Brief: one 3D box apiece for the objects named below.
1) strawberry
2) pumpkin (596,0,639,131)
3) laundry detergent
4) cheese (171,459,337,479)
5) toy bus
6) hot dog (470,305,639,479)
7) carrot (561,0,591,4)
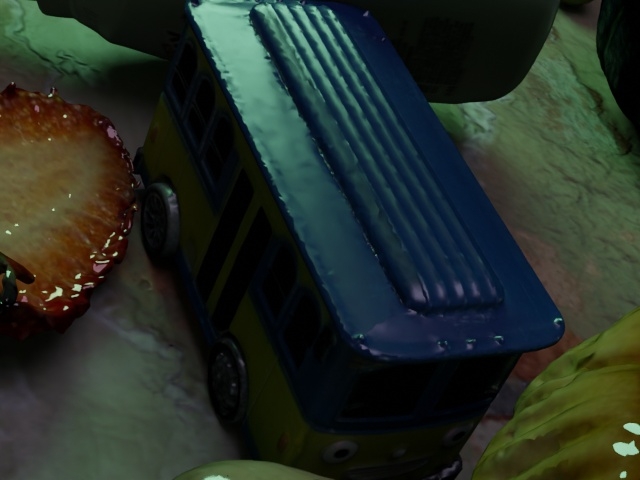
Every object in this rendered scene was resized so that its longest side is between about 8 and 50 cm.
[{"bbox_3d":[-0.184,-0.009,0.715,0.167,0.087,0.208,51,25,11],"label":"strawberry"},{"bbox_3d":[0.408,-0.173,1.081,0.315,0.238,0.315,4,55,-5],"label":"pumpkin"},{"bbox_3d":[-0.042,-0.187,0.880,0.397,0.264,0.125,4,77,-3],"label":"laundry detergent"},{"bbox_3d":[-0.005,0.206,0.541,0.218,0.117,0.235,6,47,-25],"label":"cheese"},{"bbox_3d":[0.000,0.000,0.717,0.138,0.175,0.288,-2,48,-30],"label":"toy bus"},{"bbox_3d":[0.233,0.191,0.538,0.365,0.196,0.367,51,38,1],"label":"hot dog"},{"bbox_3d":[0.244,-0.383,1.340,0.074,0.074,0.358,9,42,-19],"label":"carrot"}]
